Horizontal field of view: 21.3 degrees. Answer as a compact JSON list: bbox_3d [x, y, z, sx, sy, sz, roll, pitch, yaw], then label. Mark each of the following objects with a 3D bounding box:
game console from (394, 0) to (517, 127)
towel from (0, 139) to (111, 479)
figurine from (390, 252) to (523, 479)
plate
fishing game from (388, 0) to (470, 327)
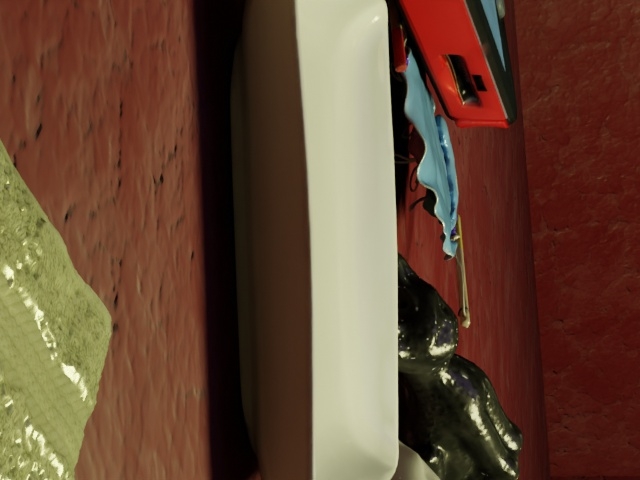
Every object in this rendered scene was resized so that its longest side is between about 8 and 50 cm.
[{"bbox_3d":[0.089,-0.291,1.265,0.386,0.060,0.342,54,32,-67],"label":"game console"},{"bbox_3d":[-0.088,0.030,0.430,0.148,0.027,0.110,72,20,-56],"label":"towel"},{"bbox_3d":[0.065,0.148,1.120,0.209,0.092,0.215,66,24,-45],"label":"figurine"},{"bbox_3d":[0.000,0.000,0.863,0.277,0.045,0.278,-8,96,-80],"label":"plate"},{"bbox_3d":[0.074,-0.076,1.298,0.189,0.041,0.264,-92,167,-47],"label":"fishing game"}]
